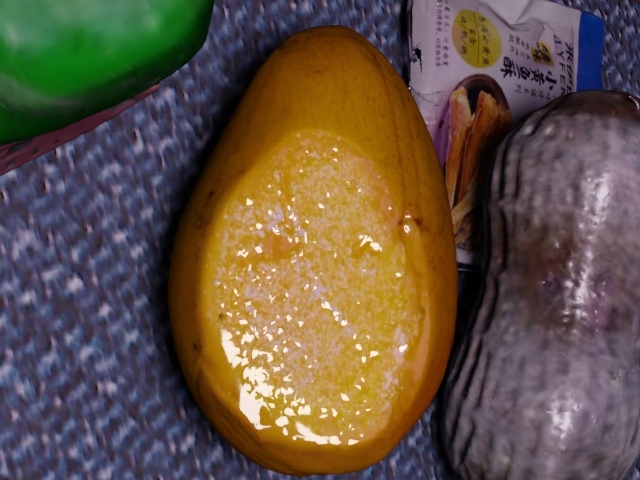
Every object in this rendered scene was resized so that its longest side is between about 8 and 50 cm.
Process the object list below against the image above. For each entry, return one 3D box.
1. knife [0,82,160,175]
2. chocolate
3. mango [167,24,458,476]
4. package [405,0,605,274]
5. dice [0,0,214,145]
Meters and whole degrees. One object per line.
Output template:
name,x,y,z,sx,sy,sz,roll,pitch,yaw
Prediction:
knife,-0.156,-0.018,0.608,0.247,0.035,0.018,-28,76,-40
chocolate,0.127,0.037,0.821,0.110,0.110,0.248,10,87,-44
mango,-0.003,0.002,0.720,0.141,0.102,0.217,10,73,-20
package,0.107,-0.063,0.889,0.173,0.027,0.171,8,79,-40
dice,-0.128,-0.106,0.591,0.131,0.120,0.128,-32,108,-41
